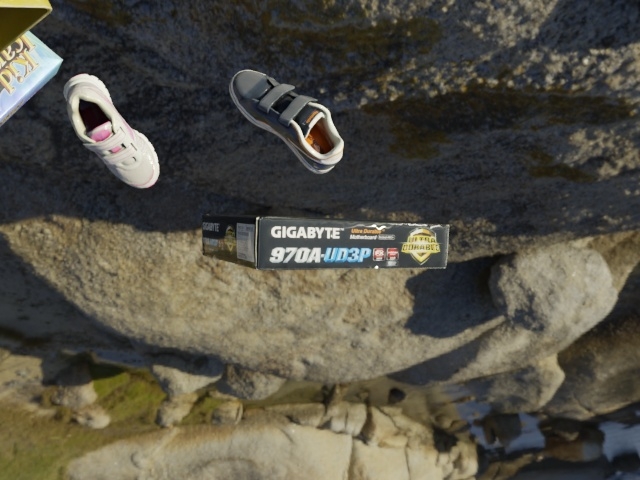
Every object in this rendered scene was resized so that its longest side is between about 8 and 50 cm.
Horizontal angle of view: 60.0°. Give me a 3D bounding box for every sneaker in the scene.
[{"bbox_3d":[-0.418,-0.201,1.096,0.103,0.111,0.252,-34,116,4],"label":"sneaker"},{"bbox_3d":[-0.070,-0.300,1.310,0.321,0.126,0.127,40,159,-8],"label":"sneaker"}]

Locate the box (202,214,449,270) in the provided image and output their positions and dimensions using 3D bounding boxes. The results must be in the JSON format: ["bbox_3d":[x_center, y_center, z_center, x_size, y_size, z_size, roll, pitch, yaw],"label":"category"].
[{"bbox_3d":[0.000,0.000,0.608,0.220,0.051,0.175,1,-177,-27],"label":"box"}]

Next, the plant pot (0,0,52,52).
[{"bbox_3d":[-0.509,-0.341,0.684,0.212,0.187,0.212,-11,-170,38],"label":"plant pot"}]

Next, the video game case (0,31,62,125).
[{"bbox_3d":[-0.579,-0.267,0.829,0.244,0.269,0.061,43,150,-24],"label":"video game case"}]
